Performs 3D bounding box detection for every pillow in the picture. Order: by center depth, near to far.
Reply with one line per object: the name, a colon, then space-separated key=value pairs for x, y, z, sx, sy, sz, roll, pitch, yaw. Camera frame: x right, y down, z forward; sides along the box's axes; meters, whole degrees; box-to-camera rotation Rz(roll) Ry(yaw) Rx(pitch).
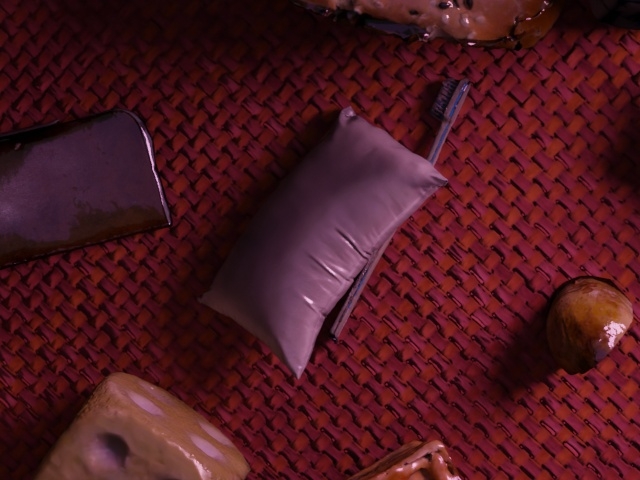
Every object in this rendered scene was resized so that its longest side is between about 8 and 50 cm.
pillow: x=0.000 y=0.001 z=1.710 sx=0.144 sy=0.078 sz=0.254 roll=40 pitch=96 yaw=24

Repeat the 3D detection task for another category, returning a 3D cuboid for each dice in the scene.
dice: x=-0.182 y=0.241 z=1.703 sx=0.169 sy=0.166 sz=0.169 roll=35 pitch=96 yaw=2

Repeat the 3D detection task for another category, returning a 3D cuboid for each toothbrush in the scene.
toothbrush: x=0.078 y=-0.029 z=1.737 sx=0.028 sy=0.026 sz=0.294 roll=26 pitch=95 yaw=20

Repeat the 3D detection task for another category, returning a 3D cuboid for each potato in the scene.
potato: x=0.255 y=0.078 z=1.693 sx=0.066 sy=0.103 sz=0.096 roll=42 pitch=94 yaw=-3

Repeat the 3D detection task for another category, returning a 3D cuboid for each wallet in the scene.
wallet: x=-0.284 y=-0.047 z=1.759 sx=0.255 sy=0.031 sz=0.137 roll=-14 pitch=92 yaw=4

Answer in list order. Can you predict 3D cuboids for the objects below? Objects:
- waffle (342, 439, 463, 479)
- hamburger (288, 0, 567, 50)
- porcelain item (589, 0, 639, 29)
waffle: x=0.086 y=0.374 z=1.703 sx=0.213 sy=0.091 sz=0.308 roll=-27 pitch=92 yaw=-14
hamburger: x=0.091 y=-0.325 z=1.634 sx=0.318 sy=0.195 sz=0.277 roll=11 pitch=97 yaw=5
porcelain item: x=0.381 y=-0.277 z=1.571 sx=0.285 sy=0.281 sz=0.157 roll=-4 pitch=92 yaw=2
